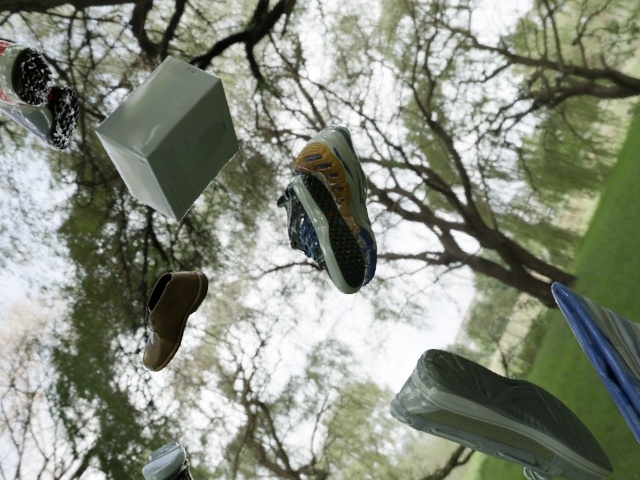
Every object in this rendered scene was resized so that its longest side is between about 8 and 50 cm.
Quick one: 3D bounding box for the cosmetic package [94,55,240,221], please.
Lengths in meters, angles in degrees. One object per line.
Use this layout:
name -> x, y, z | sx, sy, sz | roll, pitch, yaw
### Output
cosmetic package -> -0.298, -0.201, 1.194 | 0.225, 0.138, 0.224 | -56, -18, -24

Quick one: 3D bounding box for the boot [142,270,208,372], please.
boot -> -0.394, 0.199, 1.460 | 0.115, 0.112, 0.305 | 8, -62, -45

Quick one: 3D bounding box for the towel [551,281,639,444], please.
towel -> 0.388, 0.161, 0.693 | 0.285, 0.209, 0.034 | 23, -53, -41

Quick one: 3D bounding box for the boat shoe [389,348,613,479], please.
boat shoe -> 0.250, 0.254, 0.804 | 0.103, 0.320, 0.118 | -58, 16, 24

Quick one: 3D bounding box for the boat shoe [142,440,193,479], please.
boat shoe -> -0.222, 0.362, 0.900 | 0.065, 0.083, 0.183 | -27, -4, -16

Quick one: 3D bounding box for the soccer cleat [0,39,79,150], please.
soccer cleat -> -0.509, -0.249, 1.015 | 0.318, 0.116, 0.109 | 122, 164, -78

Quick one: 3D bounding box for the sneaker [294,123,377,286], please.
sneaker -> 0.050, -0.056, 1.009 | 0.131, 0.111, 0.297 | -60, -34, -46

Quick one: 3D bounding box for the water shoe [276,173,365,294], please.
water shoe -> 0.000, 0.000, 0.864 | 0.072, 0.203, 0.080 | 7, -38, -45
